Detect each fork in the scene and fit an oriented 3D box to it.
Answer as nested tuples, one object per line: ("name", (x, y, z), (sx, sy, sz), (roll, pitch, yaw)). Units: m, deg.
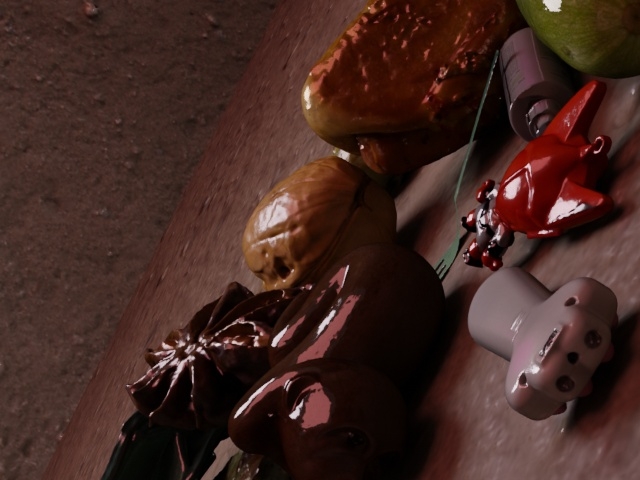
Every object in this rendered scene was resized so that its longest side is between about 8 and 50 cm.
("fork", (0.126, -0.050, 1.190), (0.039, 0.021, 0.235), (-104, 30, -68))

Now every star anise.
("star anise", (-0.082, 0.113, 1.303), (0.214, 0.099, 0.220), (-25, 18, 7))

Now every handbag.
("handbag", (-0.184, 0.283, 1.469), (0.326, 0.089, 0.238), (-62, -6, 28))

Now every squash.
("squash", (0.208, -0.211, 1.094), (0.118, 0.118, 0.370), (-57, 10, 17))

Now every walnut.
("walnut", (0.000, 0.000, 1.379), (0.180, 0.144, 0.144), (-33, 29, 48))

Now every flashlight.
("flashlight", (0.141, 0.060, 0.894), (0.093, 0.047, 0.200), (-59, 9, 2))

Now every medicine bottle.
("medicine bottle", (0.180, -0.116, 1.118), (0.057, 0.057, 0.199), (-55, 12, 24))

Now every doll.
("doll", (0.156, -0.035, 1.010), (0.169, 0.057, 0.109), (-35, 43, 47))

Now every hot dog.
("hot dog", (0.112, -0.170, 1.286), (0.257, 0.153, 0.150), (-50, -17, 0))

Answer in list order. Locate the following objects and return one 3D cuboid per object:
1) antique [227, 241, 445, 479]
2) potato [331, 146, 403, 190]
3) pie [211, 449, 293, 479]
("antique", (0.027, 0.104, 1.098), (0.143, 0.121, 0.257), (-40, 15, 37))
("potato", (0.075, -0.116, 1.502), (0.188, 0.085, 0.105), (-54, -9, 11))
("pie", (-0.078, 0.265, 1.244), (0.302, 0.067, 0.302), (-55, 8, 12))
